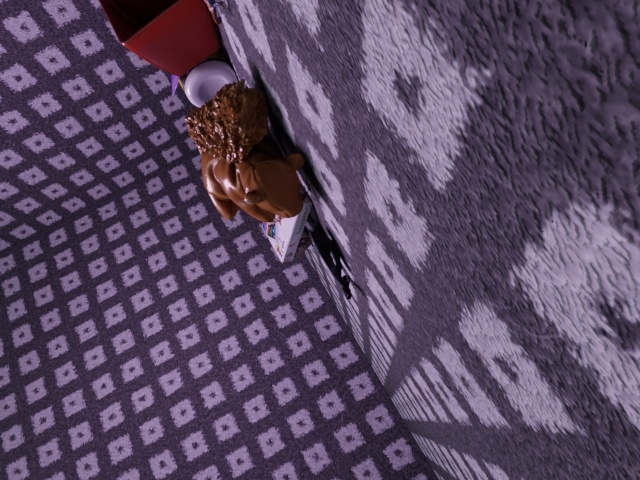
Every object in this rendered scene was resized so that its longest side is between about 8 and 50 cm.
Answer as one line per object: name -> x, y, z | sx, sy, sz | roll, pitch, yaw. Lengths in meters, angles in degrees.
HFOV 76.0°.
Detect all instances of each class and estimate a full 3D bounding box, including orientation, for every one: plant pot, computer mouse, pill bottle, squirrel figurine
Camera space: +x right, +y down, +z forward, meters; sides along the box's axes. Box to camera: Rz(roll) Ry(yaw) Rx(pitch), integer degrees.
plant pot -> -0.458, -0.673, 1.242 | 0.267, 0.267, 0.236 | 58, -174, 21
computer mouse -> 0.047, 0.064, 1.401 | 0.262, 0.060, 0.184 | 59, -176, -9
pill bottle -> -0.449, -0.653, 1.474 | 0.334, 0.188, 0.188 | 58, 174, 21
squirrel figurine -> -0.203, -0.218, 1.132 | 0.370, 0.281, 0.397 | 40, 162, 56

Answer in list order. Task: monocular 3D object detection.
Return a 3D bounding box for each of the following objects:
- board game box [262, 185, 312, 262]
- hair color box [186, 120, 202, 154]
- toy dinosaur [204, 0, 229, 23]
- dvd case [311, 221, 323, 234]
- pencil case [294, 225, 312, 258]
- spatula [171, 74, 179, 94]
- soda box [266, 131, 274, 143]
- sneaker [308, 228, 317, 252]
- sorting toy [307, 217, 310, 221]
board game box -> -0.130, -0.088, 1.485 | 0.193, 0.053, 0.305 | 58, 145, 30
hair color box -> -0.328, -0.329, 1.473 | 0.339, 0.110, 0.185 | 34, 150, 39
toy dinosaur -> -0.246, -0.535, 0.921 | 0.047, 0.090, 0.082 | -99, 17, -61
dvd case -> 0.000, 0.000, 1.485 | 0.087, 0.013, 0.119 | -75, -37, -62
pencil case -> -0.176, -0.127, 1.743 | 0.410, 0.160, 0.183 | 62, 160, 20
spatula -> -0.529, -0.634, 1.401 | 0.084, 0.030, 0.296 | -42, 68, 45
soda box -> -0.182, -0.300, 1.490 | 0.210, 0.067, 0.071 | 63, 172, -27
sneaker -> -0.035, 0.014, 1.856 | 0.058, 0.052, 0.135 | 49, 168, 44
sorting toy -> -0.063, -0.100, 1.711 | 0.062, 0.012, 0.083 | 60, 174, 2
